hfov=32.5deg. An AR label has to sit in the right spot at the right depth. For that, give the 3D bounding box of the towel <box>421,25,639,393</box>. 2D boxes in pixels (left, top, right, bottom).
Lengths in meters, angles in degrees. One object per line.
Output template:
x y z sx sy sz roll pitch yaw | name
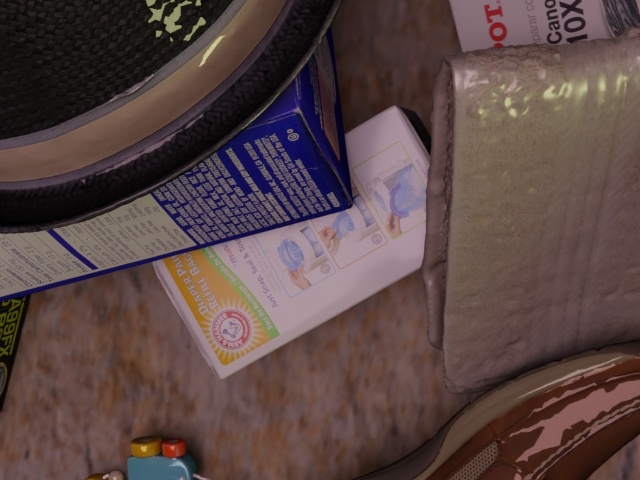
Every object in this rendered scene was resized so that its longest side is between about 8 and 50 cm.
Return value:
0.159 -0.013 0.680 0.187 0.049 0.282 -11 136 -8 | towel

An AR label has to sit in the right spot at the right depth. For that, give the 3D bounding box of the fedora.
-0.149 -0.169 0.606 0.334 0.152 0.334 -10 58 16 | fedora

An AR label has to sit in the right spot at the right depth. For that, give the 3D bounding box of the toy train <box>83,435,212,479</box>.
-0.137 0.226 0.871 0.166 0.046 0.125 -44 86 16 | toy train

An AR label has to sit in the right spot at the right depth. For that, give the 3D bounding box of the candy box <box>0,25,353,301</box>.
-0.154 -0.113 0.744 0.317 0.122 0.268 -14 56 12 | candy box

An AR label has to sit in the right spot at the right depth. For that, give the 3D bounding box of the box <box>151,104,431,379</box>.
0.000 0.000 0.783 0.203 0.114 0.103 -30 88 11 | box

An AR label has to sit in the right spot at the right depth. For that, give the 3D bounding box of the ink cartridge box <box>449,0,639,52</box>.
0.208 -0.132 0.698 0.237 0.100 0.172 -11 125 13 | ink cartridge box

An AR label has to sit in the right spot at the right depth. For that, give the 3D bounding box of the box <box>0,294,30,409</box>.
-0.367 0.005 0.896 0.270 0.060 0.216 17 99 11 | box

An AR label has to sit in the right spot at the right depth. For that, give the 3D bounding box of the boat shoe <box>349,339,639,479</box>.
0.117 0.188 0.758 0.324 0.122 0.120 -36 61 21 | boat shoe
